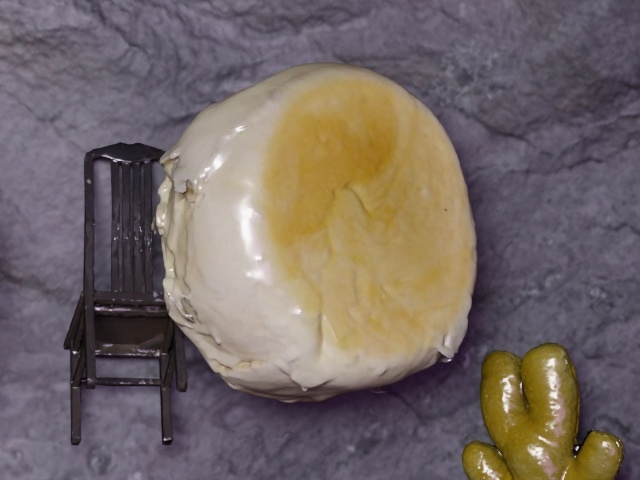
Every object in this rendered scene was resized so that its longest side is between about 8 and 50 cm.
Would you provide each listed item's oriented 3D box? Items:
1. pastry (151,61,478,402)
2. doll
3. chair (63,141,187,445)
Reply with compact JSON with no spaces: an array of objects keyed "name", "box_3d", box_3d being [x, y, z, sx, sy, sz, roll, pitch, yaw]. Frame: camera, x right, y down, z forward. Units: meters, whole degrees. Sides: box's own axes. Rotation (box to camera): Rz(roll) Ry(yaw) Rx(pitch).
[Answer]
[{"name":"pastry","box_3d":[-0.001,-0.002,1.437,0.265,0.133,0.264,12,71,-38]},{"name":"doll","box_3d":[0.183,0.185,1.550,0.137,0.097,0.209,-7,88,27]},{"name":"chair","box_3d":[-0.147,0.039,1.481,0.084,0.101,0.212,3,56,-13]}]
